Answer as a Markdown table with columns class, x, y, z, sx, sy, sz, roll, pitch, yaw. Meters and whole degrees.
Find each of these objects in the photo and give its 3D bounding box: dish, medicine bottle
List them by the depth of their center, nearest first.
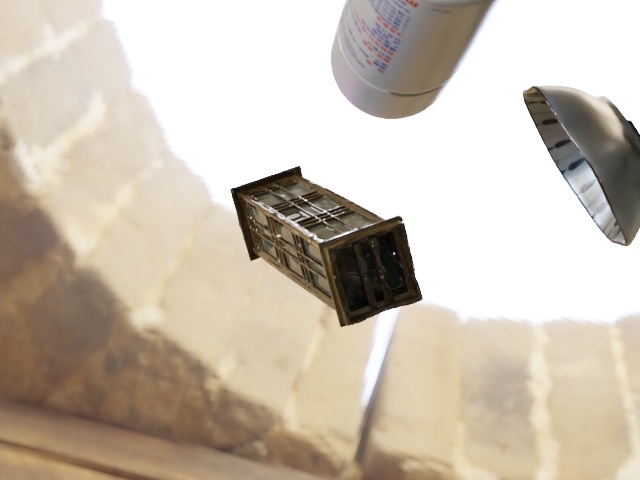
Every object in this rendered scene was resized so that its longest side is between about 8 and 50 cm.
| class | x | y | z | sx | sy | sz | roll | pitch | yaw |
| --- | --- | --- | --- | --- | --- | --- | --- | --- | --- |
| medicine bottle | 0.086 | -0.211 | 1.572 | 0.130 | 0.130 | 0.341 | 16 | 163 | -4 |
| dish | 0.270 | -0.086 | 1.632 | 0.066 | 0.191 | 0.191 | -31 | -151 | 0 |

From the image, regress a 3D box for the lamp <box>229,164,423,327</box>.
| class | x | y | z | sx | sy | sz | roll | pitch | yaw |
| --- | --- | --- | --- | --- | --- | --- | --- | --- | --- |
| lamp | 0.000 | 0.000 | 1.731 | 0.090 | 0.089 | 0.325 | -19 | -163 | -14 |
